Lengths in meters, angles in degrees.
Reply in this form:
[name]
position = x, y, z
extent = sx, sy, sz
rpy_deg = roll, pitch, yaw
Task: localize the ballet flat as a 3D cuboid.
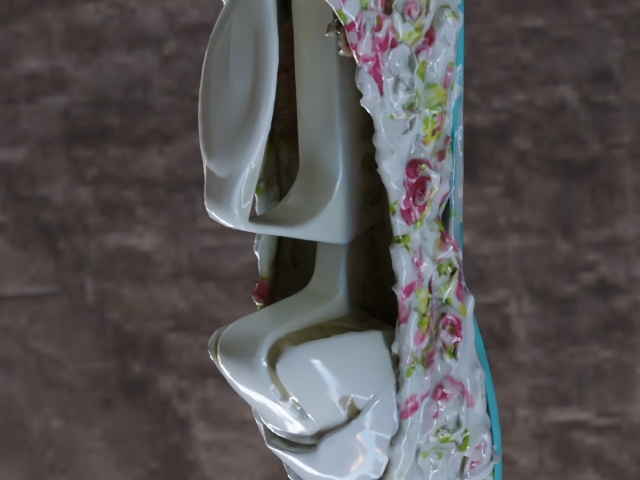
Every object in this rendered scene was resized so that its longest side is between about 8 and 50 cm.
[ballet flat]
position = 0.000, 0.000, 0.567
extent = 0.077, 0.241, 0.091
rpy_deg = -17, -163, -39
